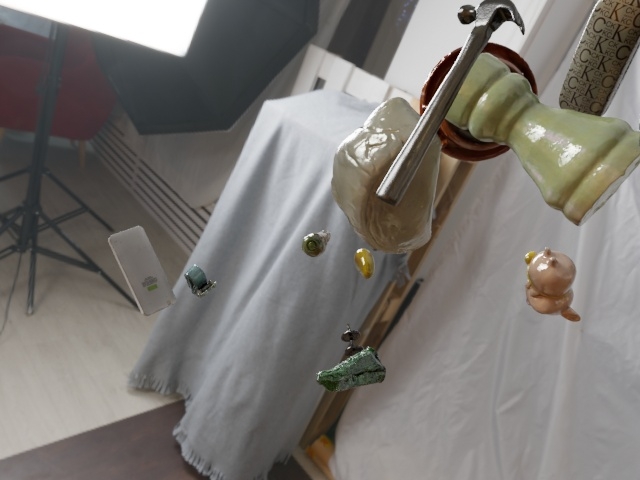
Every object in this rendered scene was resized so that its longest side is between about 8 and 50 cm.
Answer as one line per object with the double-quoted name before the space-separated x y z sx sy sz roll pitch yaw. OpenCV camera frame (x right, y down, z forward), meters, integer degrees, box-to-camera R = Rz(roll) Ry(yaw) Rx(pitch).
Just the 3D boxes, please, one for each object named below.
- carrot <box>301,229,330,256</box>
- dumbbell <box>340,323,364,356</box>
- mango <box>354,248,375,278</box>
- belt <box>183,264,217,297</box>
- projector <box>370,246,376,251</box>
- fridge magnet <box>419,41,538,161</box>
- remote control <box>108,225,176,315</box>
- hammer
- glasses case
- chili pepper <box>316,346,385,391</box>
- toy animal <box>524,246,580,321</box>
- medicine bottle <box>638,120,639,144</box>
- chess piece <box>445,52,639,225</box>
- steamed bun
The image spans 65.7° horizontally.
"carrot" 0.000 0.000 1.659 0.078 0.078 0.298 27 13 6
"dumbbell" 0.107 0.346 1.666 0.069 0.069 0.147 11 46 -28
"mango" 0.183 0.097 2.024 0.076 0.103 0.161 -2 29 -8
"belt" -0.365 0.139 1.518 0.100 0.179 0.065 43 70 7
"projector" 0.205 -0.021 1.851 0.082 0.083 0.083 50 -11 29
"fridge magnet" 0.492 -0.424 1.542 0.364 0.363 0.155 22 17 -5
"remote control" -0.506 0.086 1.412 0.103 0.034 0.250 -26 89 -34
"hammer" 0.232 -0.264 0.944 0.044 0.439 0.168 30 0 -36
"glasses case" 0.748 -0.478 1.319 0.085 0.354 0.137 -36 57 -25
"chili pepper" 0.059 0.288 1.092 0.227 0.059 0.088 8 51 -53
"toy animal" 0.690 0.123 1.494 0.149 0.248 0.165 -9 44 23
"medicine bottle" 0.642 -0.240 0.728 0.290 0.244 0.245 5 11 31
"chess piece" 0.507 -0.259 1.167 0.442 0.234 0.234 45 29 24
"steamed bun" 0.154 -0.141 1.248 0.236 0.383 0.247 -16 49 -6
